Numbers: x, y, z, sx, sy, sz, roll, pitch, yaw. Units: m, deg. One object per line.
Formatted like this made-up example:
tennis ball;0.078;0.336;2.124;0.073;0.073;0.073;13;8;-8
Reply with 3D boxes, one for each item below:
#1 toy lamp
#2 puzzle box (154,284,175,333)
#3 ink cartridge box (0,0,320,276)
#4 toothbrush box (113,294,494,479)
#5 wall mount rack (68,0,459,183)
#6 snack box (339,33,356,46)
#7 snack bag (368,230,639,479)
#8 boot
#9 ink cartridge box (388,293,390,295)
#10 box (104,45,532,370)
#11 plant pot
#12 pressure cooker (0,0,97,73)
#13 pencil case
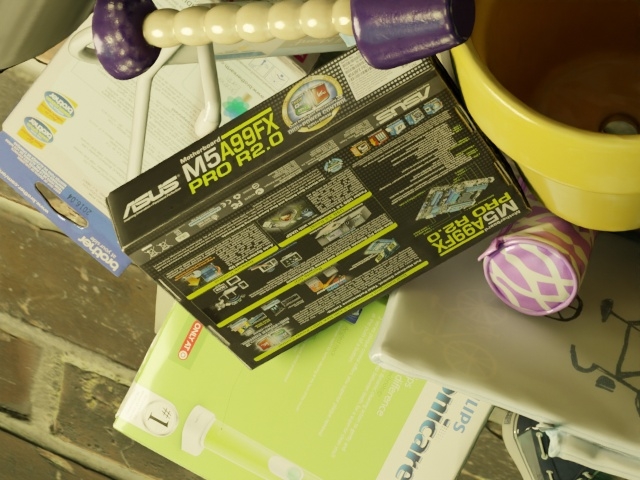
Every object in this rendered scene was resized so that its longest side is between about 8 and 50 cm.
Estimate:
toy lamp;-0.027;-0.151;1.209;0.274;0.080;0.080;-3;135;28
puzzle box;-0.033;0.015;1.797;0.272;0.052;0.409;21;144;6
ink cartridge box;-0.164;-0.122;1.615;0.186;0.065;0.311;40;122;-8
toothbrush box;-0.002;0.133;1.518;0.283;0.206;0.122;27;-176;9
wall mount rack;-0.041;-0.111;1.455;0.350;0.130;0.304;-6;170;-20
snack box;0.028;-0.276;1.267;0.070;0.207;0.174;-15;129;37
snack bag;0.213;0.076;1.477;0.342;0.323;0.037;19;123;-1
boot;0.271;0.255;1.890;0.086;0.069;0.190;-4;133;39
ink cartridge box;0.000;0.000;1.662;0.181;0.061;0.104;24;143;3
box;0.003;-0.028;1.346;0.270;0.060;0.216;-30;142;10
plant pot;0.227;-0.129;1.320;0.254;0.254;0.239;15;159;15
pressure cooker;-0.254;-0.345;1.217;0.370;0.375;0.420;35;144;-6
pencil case;0.196;-0.028;1.483;0.088;0.206;0.086;43;128;-16
